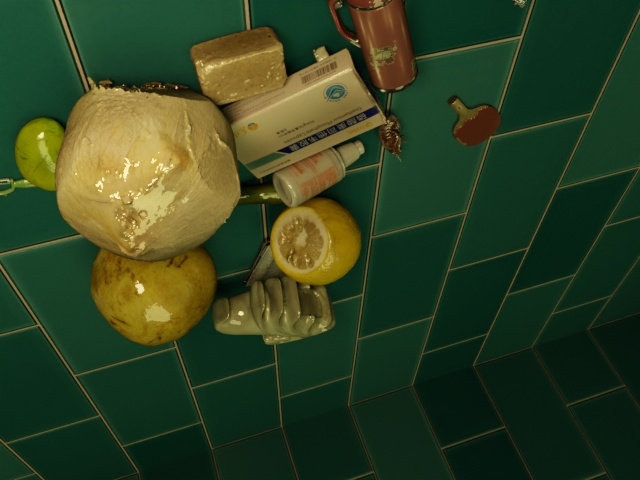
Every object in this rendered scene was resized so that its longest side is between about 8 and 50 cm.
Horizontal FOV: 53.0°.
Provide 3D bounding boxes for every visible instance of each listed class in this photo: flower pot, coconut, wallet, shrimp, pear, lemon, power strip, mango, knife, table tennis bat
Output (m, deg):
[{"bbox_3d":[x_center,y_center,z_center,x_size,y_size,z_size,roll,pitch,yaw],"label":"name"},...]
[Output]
[{"bbox_3d":[-0.134,0.218,1.967,0.254,0.164,0.367,-22,156,26],"label":"flower pot"},{"bbox_3d":[-0.328,-0.125,1.241,0.346,0.360,0.346,-8,148,-5],"label":"coconut"},{"bbox_3d":[-0.122,0.067,1.919,0.167,0.036,0.222,1,140,-31],"label":"wallet"},{"bbox_3d":[0.186,-0.258,1.639,0.065,0.056,0.165,-33,147,4],"label":"shrimp"},{"bbox_3d":[-0.418,0.096,1.588,0.304,0.304,0.304,-15,145,-11],"label":"pear"},{"bbox_3d":[0.000,0.000,1.730,0.240,0.240,0.219,-42,162,25],"label":"lemon"},{"bbox_3d":[0.036,-0.361,1.420,0.030,0.047,0.191,-28,145,13],"label":"power strip"},{"bbox_3d":[-0.562,-0.175,1.309,0.117,0.089,0.163,-11,133,-2],"label":"mango"},{"bbox_3d":[-0.628,-0.120,1.399,0.212,0.015,0.054,-9,144,-19],"label":"knife"},{"bbox_3d":[0.401,-0.321,1.710,0.131,0.022,0.234,-38,144,22],"label":"table tennis bat"}]

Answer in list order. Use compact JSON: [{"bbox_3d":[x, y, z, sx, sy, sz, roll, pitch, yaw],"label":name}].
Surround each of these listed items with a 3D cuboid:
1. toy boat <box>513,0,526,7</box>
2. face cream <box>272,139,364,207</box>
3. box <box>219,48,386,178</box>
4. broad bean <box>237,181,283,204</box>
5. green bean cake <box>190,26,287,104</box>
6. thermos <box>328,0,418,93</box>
[{"bbox_3d":[0.480,-0.560,1.399,0.210,0.066,0.084,-15,158,-30],"label":"toy boat"},{"bbox_3d":[0.008,-0.180,1.587,0.252,0.101,0.101,-32,149,-21],"label":"face cream"},{"bbox_3d":[-0.048,-0.272,1.428,0.343,0.065,0.200,-22,147,18],"label":"box"},{"bbox_3d":[-0.189,-0.114,1.610,0.325,0.067,0.075,-6,159,-17],"label":"broad bean"},{"bbox_3d":[-0.162,-0.350,1.291,0.179,0.085,0.109,-18,146,-9],"label":"green bean cake"},{"bbox_3d":[0.108,-0.455,1.299,0.109,0.136,0.330,-52,149,-15],"label":"thermos"}]
